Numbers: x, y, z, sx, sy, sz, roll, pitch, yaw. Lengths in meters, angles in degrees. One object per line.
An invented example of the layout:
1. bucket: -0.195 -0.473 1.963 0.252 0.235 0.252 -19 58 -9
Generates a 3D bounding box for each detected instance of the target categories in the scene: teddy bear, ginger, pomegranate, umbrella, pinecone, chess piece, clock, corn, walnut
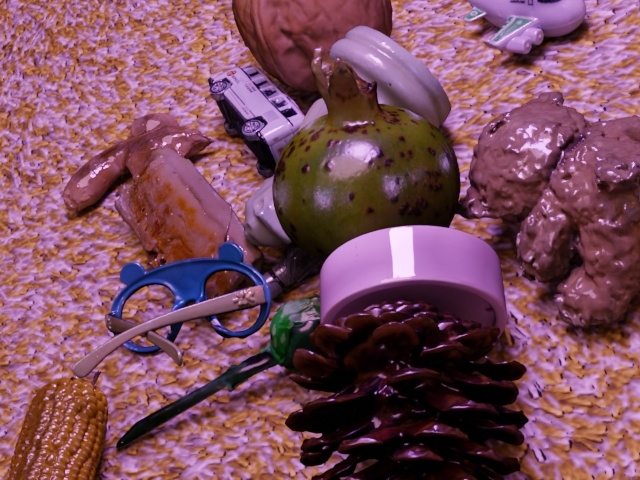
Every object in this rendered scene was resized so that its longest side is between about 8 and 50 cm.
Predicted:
1. teddy bear: 0.278 -0.061 1.547 0.256 0.156 0.267 24 67 42
2. ginger: -0.260 -0.106 1.931 0.214 0.059 0.133 -37 40 -9
3. pomegranate: 0.047 -0.083 1.535 0.211 0.263 0.211 -7 23 3
4. umbrella: 0.000 0.000 1.710 0.188 0.050 0.046 -37 23 -6
5. pinecone: 0.089 0.202 1.375 0.246 0.246 0.292 -13 63 18
6. chess piece: 0.009 -0.108 1.730 0.298 0.176 0.176 -48 47 -10
7. clock: 0.098 0.063 1.491 0.197 0.197 0.068 -13 56 17
8. corn: -0.309 0.284 1.588 0.102 0.101 0.310 -8 51 22
9. walnut: -0.013 -0.312 1.870 0.228 0.228 0.228 -15 46 16

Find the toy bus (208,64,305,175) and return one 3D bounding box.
1. toy bus: -0.079 -0.166 1.876 0.089 0.087 0.194 -30 43 -10

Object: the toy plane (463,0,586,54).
1. toy plane: 0.265 -0.310 1.826 0.174 0.080 0.174 -13 48 15

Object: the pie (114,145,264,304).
1. pie: -0.172 -0.014 1.791 0.128 0.068 0.282 -51 51 9

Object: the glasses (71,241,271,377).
1. glasses: -0.185 0.112 1.641 0.239 0.102 0.207 -9 33 33

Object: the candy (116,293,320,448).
1. candy: -0.105 0.160 1.615 0.323 0.097 0.097 -29 44 12
